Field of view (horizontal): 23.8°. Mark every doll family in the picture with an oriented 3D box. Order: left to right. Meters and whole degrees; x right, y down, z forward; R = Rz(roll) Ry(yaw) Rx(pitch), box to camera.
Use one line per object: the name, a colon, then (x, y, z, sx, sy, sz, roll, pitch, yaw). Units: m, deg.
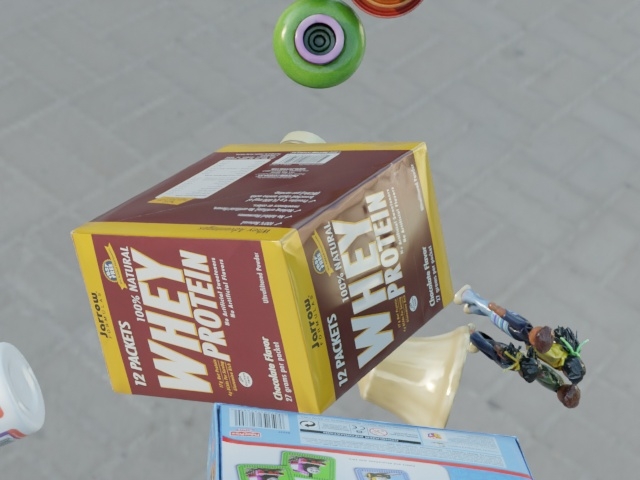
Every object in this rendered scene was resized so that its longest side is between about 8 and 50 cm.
doll family: (0.205, 0.107, 1.490, 0.193, 0.076, 0.111, 23, 9, -46)

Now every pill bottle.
pill bottle: (-0.414, 0.196, 1.681, 0.193, 0.108, 0.108, -23, 46, 7)

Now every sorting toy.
sorting toy: (0.013, -0.129, 0.811, 0.061, 0.102, 0.042, 44, 3, -3)

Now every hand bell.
hand bell: (0.010, 0.106, 1.443, 0.242, 0.126, 0.126, 17, 41, 2)

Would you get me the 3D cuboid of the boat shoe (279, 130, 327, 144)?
boat shoe: (0.000, 0.000, 2.076, 0.113, 0.302, 0.103, -3, 39, 36)

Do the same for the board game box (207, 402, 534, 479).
board game box: (0.029, 0.141, 0.684, 0.160, 0.039, 0.211, 7, 17, -7)

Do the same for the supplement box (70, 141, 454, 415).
supplement box: (-0.038, 0.020, 1.111, 0.191, 0.129, 0.194, 2, 23, 35)
